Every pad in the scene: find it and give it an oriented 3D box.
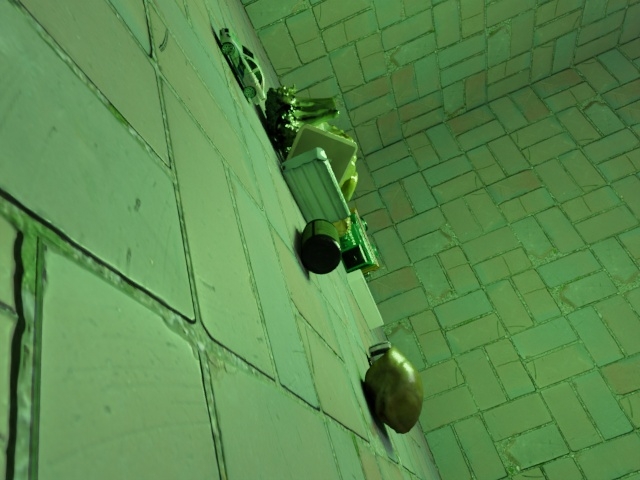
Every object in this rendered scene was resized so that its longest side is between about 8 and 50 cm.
[{"bbox_3d":[0.005,-0.280,1.699,0.266,0.176,0.002,11,22,-41],"label":"pad"}]

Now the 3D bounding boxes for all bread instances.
[{"bbox_3d":[0.056,-0.106,2.177,0.114,0.132,0.191,20,51,-82],"label":"bread"}]

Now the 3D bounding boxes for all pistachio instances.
[{"bbox_3d":[0.219,0.431,1.437,0.213,0.162,0.260,-67,148,-33],"label":"pistachio"}]

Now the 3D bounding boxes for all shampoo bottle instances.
[{"bbox_3d":[0.000,0.000,1.351,0.284,0.101,0.101,-95,162,-74],"label":"shampoo bottle"}]

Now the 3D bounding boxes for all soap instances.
[{"bbox_3d":[-0.011,-0.164,1.654,0.094,0.150,0.261,-100,167,-53],"label":"soap"}]

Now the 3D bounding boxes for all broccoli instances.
[{"bbox_3d":[-0.059,-0.405,1.683,0.247,0.243,0.263,-106,180,-86],"label":"broccoli"}]

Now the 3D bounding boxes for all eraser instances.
[{"bbox_3d":[0.214,0.286,2.413,0.078,0.076,0.298,-102,168,-64],"label":"eraser"}]

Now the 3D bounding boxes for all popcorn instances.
[{"bbox_3d":[0.001,-0.289,1.933,0.293,0.292,0.334,21,25,-9],"label":"popcorn"}]

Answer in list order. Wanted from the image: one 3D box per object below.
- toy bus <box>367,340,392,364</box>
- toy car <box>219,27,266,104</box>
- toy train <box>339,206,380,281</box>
[{"bbox_3d":[0.243,0.476,1.829,0.108,0.096,0.199,-76,147,-74],"label":"toy bus"},{"bbox_3d":[-0.215,-0.501,1.433,0.090,0.076,0.224,-105,171,-48],"label":"toy car"},{"bbox_3d":[0.164,0.015,2.615,0.429,0.178,0.249,68,16,8],"label":"toy train"}]
